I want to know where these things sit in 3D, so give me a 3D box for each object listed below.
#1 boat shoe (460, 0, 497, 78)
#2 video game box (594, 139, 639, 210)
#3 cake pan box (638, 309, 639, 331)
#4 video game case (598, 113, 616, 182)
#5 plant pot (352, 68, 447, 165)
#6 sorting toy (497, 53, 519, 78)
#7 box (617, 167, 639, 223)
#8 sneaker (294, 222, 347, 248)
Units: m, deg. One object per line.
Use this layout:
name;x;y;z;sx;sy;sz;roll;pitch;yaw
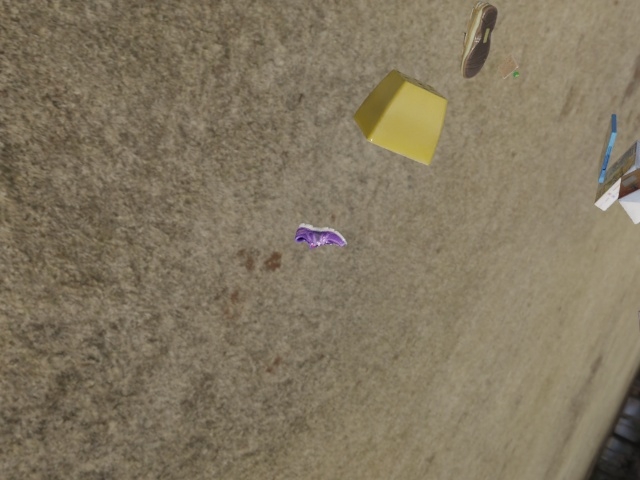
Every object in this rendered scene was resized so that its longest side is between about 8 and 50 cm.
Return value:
boat shoe;0.393;-0.513;1.436;0.068;0.072;0.190;-10;134;-26
video game box;1.003;-0.219;1.879;0.205;0.048;0.187;-49;169;-48
cake pan box;0.831;0.153;1.131;0.267;0.246;0.070;-30;118;-17
video game case;0.843;-0.270;1.654;0.119;0.015;0.166;-60;153;-45
plant pot;0.247;-0.373;1.643;0.212;0.212;0.187;18;115;-20
sorting toy;0.605;-0.546;1.797;0.012;0.083;0.062;9;146;-37
box;0.925;-0.144;1.580;0.130;0.091;0.170;-34;-173;40
sneaker;0.000;0.000;1.711;0.071;0.170;0.068;-67;152;-24
